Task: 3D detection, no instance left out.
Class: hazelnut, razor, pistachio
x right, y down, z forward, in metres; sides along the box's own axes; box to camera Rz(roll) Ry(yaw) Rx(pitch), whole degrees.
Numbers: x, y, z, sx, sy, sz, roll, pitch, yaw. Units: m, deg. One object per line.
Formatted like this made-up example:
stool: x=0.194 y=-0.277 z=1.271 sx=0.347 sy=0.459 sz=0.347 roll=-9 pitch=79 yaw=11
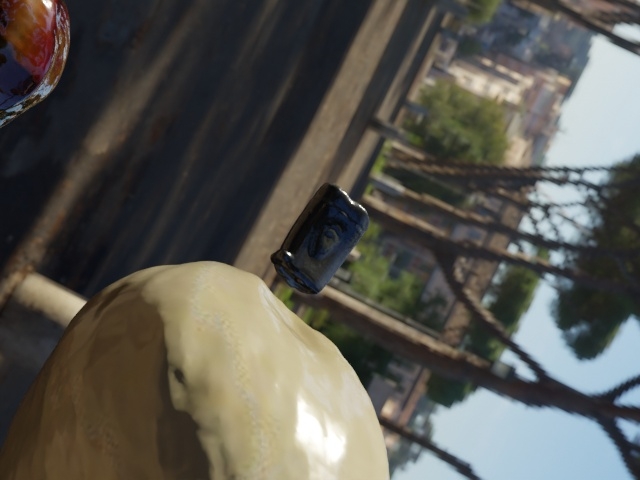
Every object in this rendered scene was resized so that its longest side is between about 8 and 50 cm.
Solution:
hazelnut: x=-0.383 y=-0.237 z=1.326 sx=0.229 sy=0.229 sz=0.229 roll=-63 pitch=175 yaw=-11
razor: x=0.000 y=0.000 z=1.647 sx=0.148 sy=0.090 sz=0.054 roll=-55 pitch=-164 yaw=-19
pistachio: x=-0.073 y=0.147 z=0.680 sx=0.332 sy=0.226 sz=0.207 roll=-106 pitch=-173 yaw=-46
